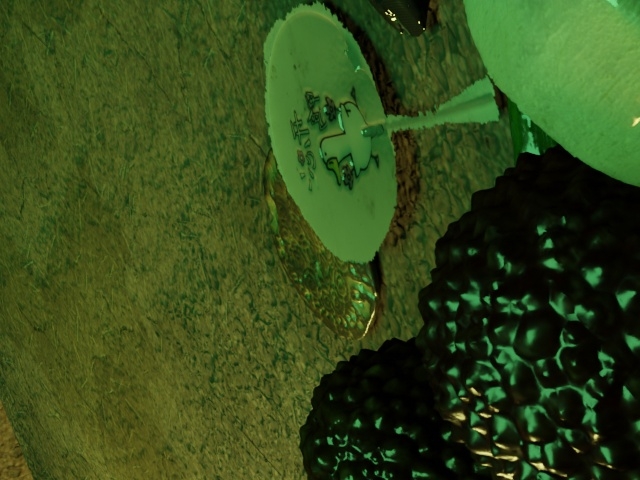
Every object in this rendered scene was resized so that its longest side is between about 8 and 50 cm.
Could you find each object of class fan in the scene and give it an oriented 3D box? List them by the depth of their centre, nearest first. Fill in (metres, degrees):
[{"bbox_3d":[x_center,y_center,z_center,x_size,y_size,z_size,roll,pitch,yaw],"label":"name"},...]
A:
[{"bbox_3d":[0.046,-0.093,1.648,0.414,0.012,0.233,0,105,64],"label":"fan"}]

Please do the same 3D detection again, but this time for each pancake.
[{"bbox_3d":[-0.001,0.001,1.840,0.199,0.021,0.199,47,148,41],"label":"pancake"}]

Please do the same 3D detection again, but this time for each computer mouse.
[{"bbox_3d":[0.048,-0.217,1.527,0.079,0.047,0.135,27,135,58],"label":"computer mouse"}]

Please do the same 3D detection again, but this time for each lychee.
[{"bbox_3d":[0.196,0.057,1.213,0.264,0.300,0.264,-23,57,40],"label":"lychee"},{"bbox_3d":[0.111,0.174,1.462,0.236,0.271,0.236,-37,43,46],"label":"lychee"}]

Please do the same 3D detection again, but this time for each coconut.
[{"bbox_3d":[0.206,-0.158,1.018,0.237,0.237,0.266,64,162,11],"label":"coconut"}]

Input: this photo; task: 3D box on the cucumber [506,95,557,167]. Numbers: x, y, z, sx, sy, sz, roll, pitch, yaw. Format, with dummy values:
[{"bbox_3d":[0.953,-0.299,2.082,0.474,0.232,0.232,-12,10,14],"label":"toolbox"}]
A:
[{"bbox_3d":[0.161,-0.060,1.406,0.056,0.056,0.250,23,127,58],"label":"cucumber"}]
